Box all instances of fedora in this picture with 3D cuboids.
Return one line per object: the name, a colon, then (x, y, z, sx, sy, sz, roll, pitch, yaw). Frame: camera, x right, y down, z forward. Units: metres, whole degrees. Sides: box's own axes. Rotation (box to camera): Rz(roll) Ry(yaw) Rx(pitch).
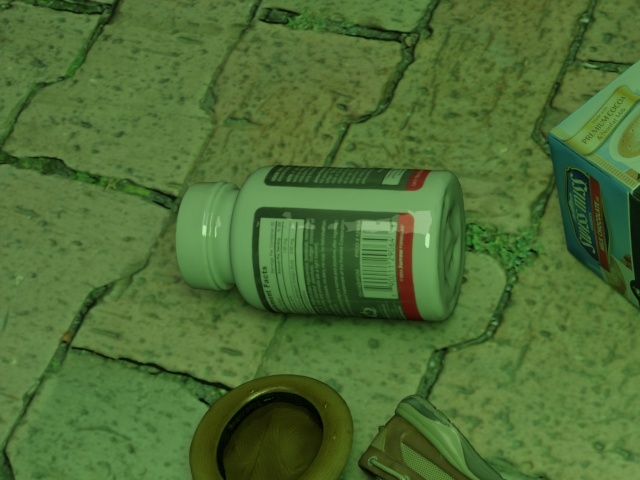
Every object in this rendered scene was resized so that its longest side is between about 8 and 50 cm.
fedora: (-0.049, 0.240, 1.618, 0.194, 0.079, 0.194, -7, 48, 8)

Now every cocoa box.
cocoa box: (0.459, -0.094, 1.621, 0.347, 0.231, 0.228, -38, 53, -13)

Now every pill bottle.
pill bottle: (0.000, 0.000, 1.717, 0.319, 0.176, 0.176, 3, 56, 17)

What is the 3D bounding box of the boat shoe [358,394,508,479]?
boat shoe: (0.159, 0.296, 1.505, 0.116, 0.123, 0.324, -41, 48, -7)
